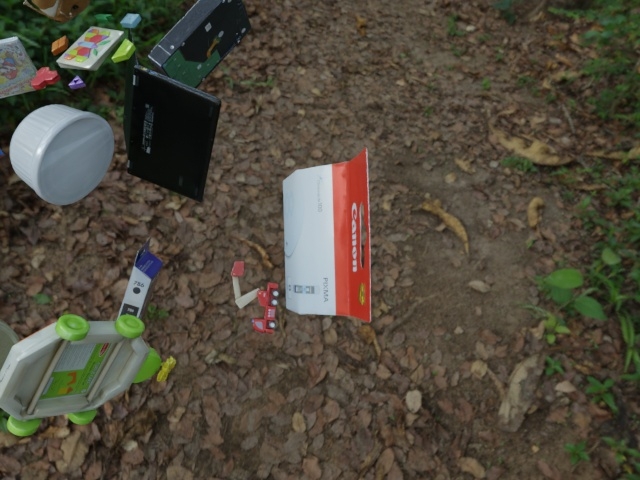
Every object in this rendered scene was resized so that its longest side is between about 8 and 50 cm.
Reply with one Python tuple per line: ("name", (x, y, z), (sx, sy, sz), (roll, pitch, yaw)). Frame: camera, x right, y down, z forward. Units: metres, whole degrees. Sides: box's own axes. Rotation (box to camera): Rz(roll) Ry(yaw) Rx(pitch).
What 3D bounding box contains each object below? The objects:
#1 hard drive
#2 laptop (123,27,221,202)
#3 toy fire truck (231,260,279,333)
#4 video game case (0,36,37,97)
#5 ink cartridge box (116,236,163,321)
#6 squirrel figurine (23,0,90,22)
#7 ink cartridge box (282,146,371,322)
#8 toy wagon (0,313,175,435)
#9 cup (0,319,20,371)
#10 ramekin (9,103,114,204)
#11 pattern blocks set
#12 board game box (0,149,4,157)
("hard drive", (-0.364, -0.619, 1.563), (0.064, 0.237, 0.338), (39, 85, 7))
("laptop", (-0.493, -0.397, 1.606), (0.409, 0.381, 0.236), (22, 41, 0))
("toy fire truck", (-0.184, 0.157, 1.389), (0.136, 0.047, 0.191), (6, 87, -6))
("video game case", (-1.166, -0.620, 1.838), (0.227, 0.206, 0.026), (-17, 54, -9))
("ink cartridge box", (-0.538, 0.167, 1.489), (0.065, 0.332, 0.165), (18, 13, -10))
("squirrel figurine", (-0.782, -0.842, 1.444), (0.282, 0.370, 0.396), (5, 82, 8))
("ink cartridge box", (0.000, 0.000, 1.024), (0.091, 0.385, 0.307), (0, 87, -14))
("toy wagon", (-0.462, 0.265, 1.035), (0.068, 0.267, 0.345), (44, 19, 32))
("cup", (-0.824, 0.284, 1.143), (0.237, 0.331, 0.330), (-18, 40, 24))
("ramekin", (-0.705, -0.242, 1.372), (0.127, 0.272, 0.272), (30, 46, 9))
("pattern blocks set", (-0.675, -0.563, 1.479), (0.286, 0.026, 0.324), (3, 58, 14))
("board game box", (-1.152, -0.313, 1.606), (0.145, 0.027, 0.281), (54, 11, -10))
